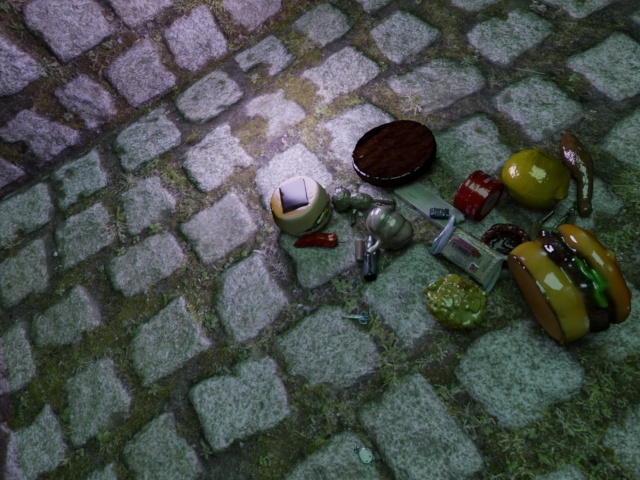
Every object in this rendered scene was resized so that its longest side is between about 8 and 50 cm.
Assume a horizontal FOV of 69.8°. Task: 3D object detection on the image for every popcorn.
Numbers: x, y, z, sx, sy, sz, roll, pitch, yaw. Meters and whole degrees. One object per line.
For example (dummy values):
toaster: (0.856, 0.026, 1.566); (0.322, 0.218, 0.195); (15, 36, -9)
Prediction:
popcorn: (0.516, 0.227, 1.743); (0.235, 0.181, 0.217); (37, 76, 25)

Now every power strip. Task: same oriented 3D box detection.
power strip: (0.485, -0.156, 2.041); (0.106, 0.043, 0.367); (-43, 59, -8)
power strip: (0.155, 0.768, 1.646); (0.083, 0.035, 0.055); (31, 75, 26)

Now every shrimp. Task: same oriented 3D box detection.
shrimp: (0.935, -0.060, 1.846); (0.145, 0.059, 0.254); (18, 74, 35)

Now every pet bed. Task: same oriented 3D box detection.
pet bed: (0.750, 0.016, 1.862); (0.201, 0.053, 0.201); (-8, 56, 11)

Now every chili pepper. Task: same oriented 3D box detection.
chili pepper: (0.000, 0.000, 2.097); (0.272, 0.063, 0.071); (-2, 50, 19)

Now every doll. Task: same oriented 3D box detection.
doll: (0.194, -0.189, 2.124); (0.285, 0.091, 0.203); (-19, 91, 19)

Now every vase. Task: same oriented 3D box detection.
vase: (0.217, 0.070, 1.991); (0.059, 0.060, 0.212); (-4, 56, 15)

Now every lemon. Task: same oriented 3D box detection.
lemon: (0.873, -0.247, 1.865); (0.233, 0.233, 0.288); (-42, 55, -8)

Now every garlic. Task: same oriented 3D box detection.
garlic: (0.271, -0.019, 1.944); (0.218, 0.219, 0.212); (26, 72, 27)

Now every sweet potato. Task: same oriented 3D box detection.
sweet potato: (1.077, -0.283, 1.898); (0.109, 0.109, 0.386); (-9, 66, 12)

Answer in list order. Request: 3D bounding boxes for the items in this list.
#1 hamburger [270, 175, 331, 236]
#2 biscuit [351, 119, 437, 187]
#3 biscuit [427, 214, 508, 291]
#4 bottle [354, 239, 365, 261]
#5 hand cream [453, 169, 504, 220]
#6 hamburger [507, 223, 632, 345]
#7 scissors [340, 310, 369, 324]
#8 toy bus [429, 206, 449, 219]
hamburger: (-0.093, -0.159, 2.147); (0.301, 0.170, 0.302); (-11, 57, 17)
biscuit: (0.349, -0.410, 2.176); (0.406, 0.091, 0.408); (-12, 49, 14)
biscuit: (0.598, 0.056, 1.848); (0.309, 0.079, 0.186); (41, 113, 29)
bottle: (0.174, 0.047, 2.026); (0.045, 0.045, 0.097); (-3, 64, 15)
hand cream: (0.661, -0.187, 1.917); (0.193, 0.193, 0.125); (-45, 63, -10)
hamburger: (0.852, 0.136, 1.575); (0.277, 0.396, 0.396); (-26, 58, 9)
scissors: (0.142, 0.317, 1.906); (0.119, 0.014, 0.058); (4, 59, 15)
toy bus: (0.508, -0.114, 1.959); (0.083, 0.046, 0.038); (4, 64, 16)
